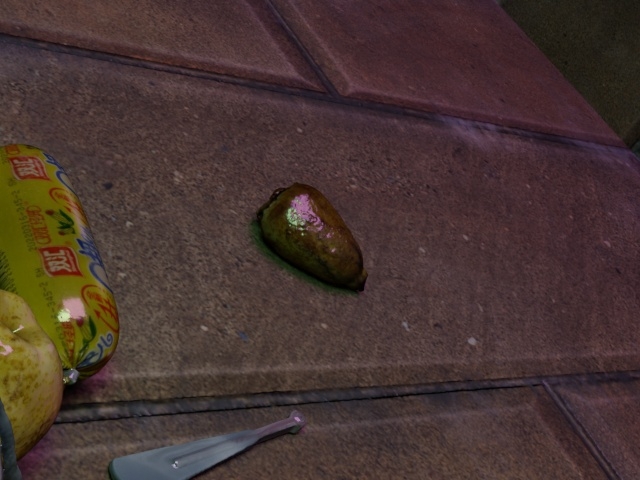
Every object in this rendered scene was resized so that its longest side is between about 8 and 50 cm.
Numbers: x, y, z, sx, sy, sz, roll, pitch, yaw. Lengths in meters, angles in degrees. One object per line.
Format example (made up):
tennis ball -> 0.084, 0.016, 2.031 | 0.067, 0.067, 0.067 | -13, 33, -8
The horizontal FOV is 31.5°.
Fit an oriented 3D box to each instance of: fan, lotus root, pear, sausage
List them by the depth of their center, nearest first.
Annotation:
pear -> -0.313, 0.125, 1.013 | 0.178, 0.178, 0.178 | 26, 31, -17
sausage -> -0.301, 0.019, 1.217 | 0.123, 0.123, 0.347 | 9, 40, -38
fan -> -0.113, 0.222, 1.226 | 0.057, 0.023, 0.282 | 41, 29, 26
lotus root -> 0.000, 0.000, 1.591 | 0.190, 0.094, 0.108 | 40, 64, -4

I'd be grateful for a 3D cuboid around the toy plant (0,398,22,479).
toy plant -> -0.412, 0.181, 0.789 | 0.247, 0.247, 0.332 | 44, 35, 14
